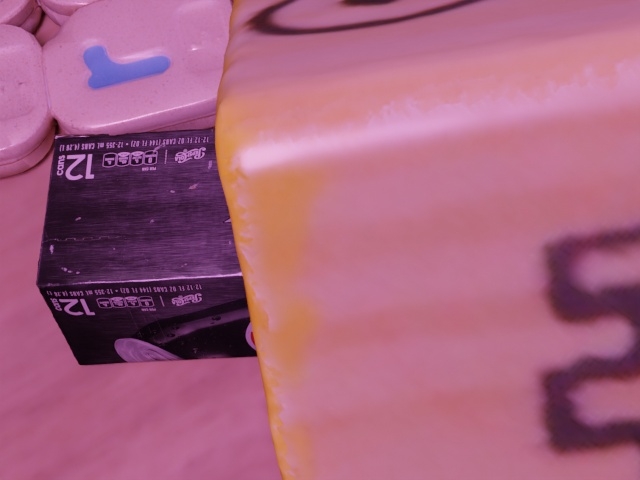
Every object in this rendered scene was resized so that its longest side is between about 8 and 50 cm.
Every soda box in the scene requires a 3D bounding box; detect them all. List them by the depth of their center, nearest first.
[{"bbox_3d":[0.000,0.000,0.575,0.169,0.053,0.060,-3,58,8],"label":"soda box"}]

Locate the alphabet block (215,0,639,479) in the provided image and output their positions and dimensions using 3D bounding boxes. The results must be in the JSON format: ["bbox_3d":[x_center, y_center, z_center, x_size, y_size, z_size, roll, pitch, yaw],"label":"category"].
[{"bbox_3d":[0.090,0.016,0.431,0.197,0.193,0.192,-9,19,4],"label":"alphabet block"}]

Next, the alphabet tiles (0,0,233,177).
[{"bbox_3d":[-0.116,-0.145,0.705,0.278,0.021,0.284,-14,57,0],"label":"alphabet tiles"}]
